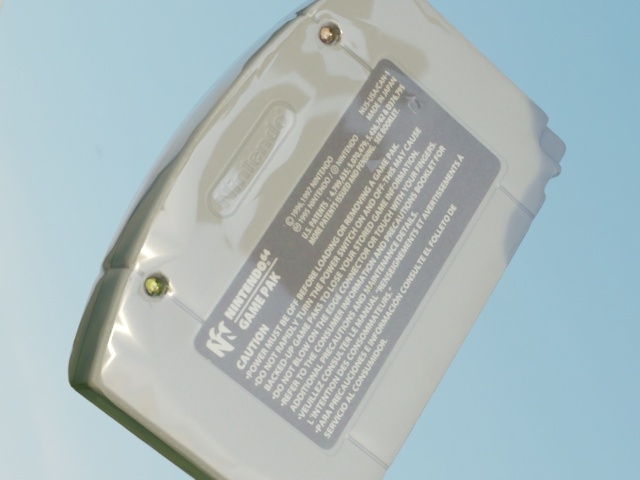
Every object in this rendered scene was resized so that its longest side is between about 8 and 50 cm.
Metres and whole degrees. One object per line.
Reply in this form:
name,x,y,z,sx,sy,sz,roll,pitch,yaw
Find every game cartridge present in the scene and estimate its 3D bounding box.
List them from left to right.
game cartridge,0.000,0.000,0.819,0.196,0.294,0.060,42,-23,-22

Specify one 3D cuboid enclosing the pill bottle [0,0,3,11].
pill bottle,-0.339,-0.154,0.678,0.204,0.361,0.204,-9,-100,59
